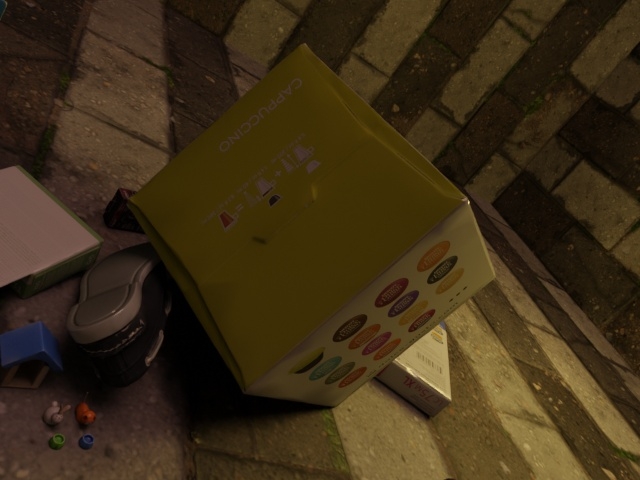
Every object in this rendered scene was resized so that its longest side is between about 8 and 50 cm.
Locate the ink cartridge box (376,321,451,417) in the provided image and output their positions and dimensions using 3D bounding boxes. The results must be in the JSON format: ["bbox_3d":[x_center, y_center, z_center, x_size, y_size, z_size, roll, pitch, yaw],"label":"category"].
[{"bbox_3d":[0.177,0.206,1.197,0.185,0.065,0.311,36,25,-5],"label":"ink cartridge box"}]

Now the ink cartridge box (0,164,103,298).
[{"bbox_3d":[-0.414,0.001,0.709,0.171,0.056,0.235,40,33,7],"label":"ink cartridge box"}]

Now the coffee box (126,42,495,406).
[{"bbox_3d":[0.000,0.000,0.849,0.338,0.337,0.334,51,4,28],"label":"coffee box"}]

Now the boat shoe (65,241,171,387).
[{"bbox_3d":[-0.252,0.082,0.754,0.302,0.114,0.091,-102,175,-70],"label":"boat shoe"}]

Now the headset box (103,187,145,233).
[{"bbox_3d":[-0.310,-0.048,0.948,0.083,0.062,0.032,12,33,-46],"label":"headset box"}]

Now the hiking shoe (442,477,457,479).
[{"bbox_3d":[0.270,0.430,0.835,0.227,0.114,0.086,49,24,25],"label":"hiking shoe"}]

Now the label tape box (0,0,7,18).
[{"bbox_3d":[-0.580,-0.232,0.646,0.347,0.249,0.115,20,28,-37],"label":"label tape box"}]

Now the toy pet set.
[{"bbox_3d":[-0.289,0.148,0.599,0.122,0.065,0.114,18,30,-41],"label":"toy pet set"}]
